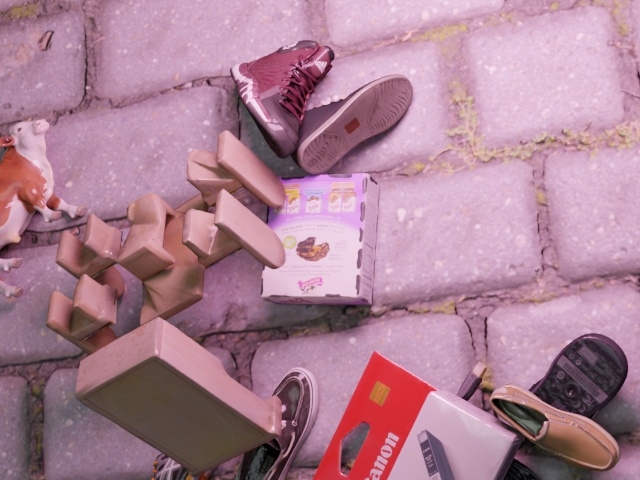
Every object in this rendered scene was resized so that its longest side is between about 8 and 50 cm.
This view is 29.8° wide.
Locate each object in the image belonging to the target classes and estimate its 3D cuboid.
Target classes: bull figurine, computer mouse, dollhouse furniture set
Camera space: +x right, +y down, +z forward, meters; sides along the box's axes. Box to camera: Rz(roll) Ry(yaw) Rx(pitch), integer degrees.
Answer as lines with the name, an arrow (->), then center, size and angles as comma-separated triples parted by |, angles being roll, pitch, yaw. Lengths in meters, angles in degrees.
bull figurine -> -0.528, -0.056, 2.080 | 0.188, 0.101, 0.310 | 36, 92, 23
computer mouse -> 0.307, 0.217, 1.716 | 0.184, 0.060, 0.262 | 39, 105, 20
dollhouse furniture set -> -0.202, 0.110, 1.828 | 0.362, 0.256, 0.394 | -29, 39, 25

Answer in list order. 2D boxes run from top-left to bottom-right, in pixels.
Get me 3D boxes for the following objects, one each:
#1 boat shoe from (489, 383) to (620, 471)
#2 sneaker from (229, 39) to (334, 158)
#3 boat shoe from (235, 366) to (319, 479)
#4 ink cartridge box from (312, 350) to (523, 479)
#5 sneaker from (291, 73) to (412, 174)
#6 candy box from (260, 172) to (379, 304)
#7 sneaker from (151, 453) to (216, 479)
boat shoe -> 0.313, 0.261, 1.639 | 0.190, 0.072, 0.068 | 24, 100, 22
sneaker -> -0.042, -0.244, 1.885 | 0.162, 0.106, 0.281 | -30, 35, 2
boat shoe -> -0.067, 0.297, 1.833 | 0.077, 0.070, 0.219 | 18, 85, 24
ink cartridge box -> 0.111, 0.347, 1.731 | 0.261, 0.066, 0.296 | 28, 99, 24
sneaker -> 0.034, -0.202, 1.908 | 0.222, 0.083, 0.118 | -36, 33, -10
candy box -> 0.000, 0.000, 1.877 | 0.164, 0.070, 0.196 | 0, 77, 21
sneaker -> -0.229, 0.374, 1.877 | 0.083, 0.084, 0.215 | 27, 78, 24
